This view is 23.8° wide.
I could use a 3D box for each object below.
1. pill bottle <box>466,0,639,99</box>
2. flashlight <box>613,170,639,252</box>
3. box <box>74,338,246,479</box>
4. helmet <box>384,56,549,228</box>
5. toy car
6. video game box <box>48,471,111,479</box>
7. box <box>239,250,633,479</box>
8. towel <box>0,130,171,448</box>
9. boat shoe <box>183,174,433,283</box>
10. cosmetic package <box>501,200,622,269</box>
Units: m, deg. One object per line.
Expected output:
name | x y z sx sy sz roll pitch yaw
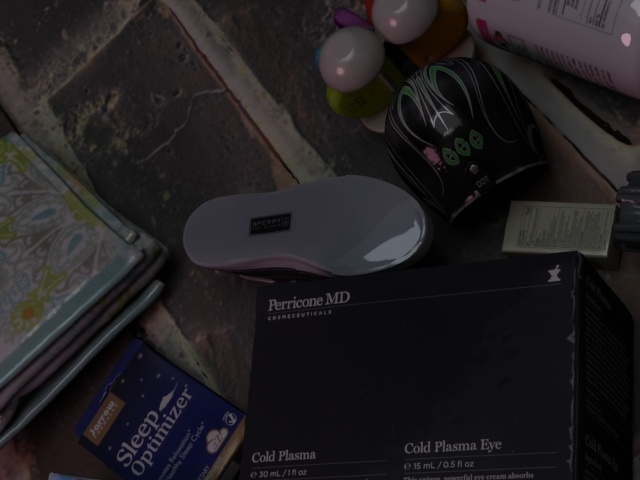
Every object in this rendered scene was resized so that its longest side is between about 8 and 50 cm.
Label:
pill bottle | 0.304 -0.236 1.547 0.283 0.160 0.160 27 83 35
flashlight | 0.428 -0.015 1.417 0.304 0.103 0.103 3 73 28
box | -0.180 0.208 1.689 0.225 0.036 0.136 30 85 36
helmet | 0.145 -0.112 1.585 0.169 0.169 0.161 -34 78 12
toy car | 0.069 -0.218 1.668 0.182 0.159 0.136 -42 55 7
video game box | -0.219 0.358 1.614 0.187 0.048 0.205 3 81 28
box | 0.111 0.200 1.444 0.343 0.179 0.312 -6 65 26
towel | -0.395 0.067 1.798 0.374 0.090 0.320 -43 52 -11
boat shoe | -0.001 0.004 1.642 0.306 0.105 0.113 -8 69 33
cosmetic package | 0.248 -0.006 1.546 0.115 0.041 0.060 5 71 30
